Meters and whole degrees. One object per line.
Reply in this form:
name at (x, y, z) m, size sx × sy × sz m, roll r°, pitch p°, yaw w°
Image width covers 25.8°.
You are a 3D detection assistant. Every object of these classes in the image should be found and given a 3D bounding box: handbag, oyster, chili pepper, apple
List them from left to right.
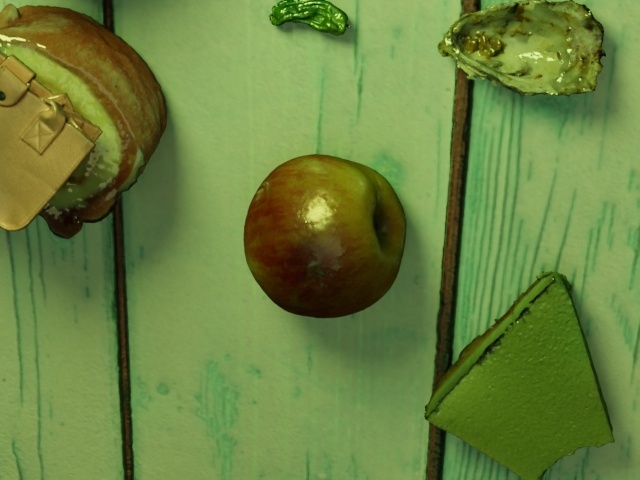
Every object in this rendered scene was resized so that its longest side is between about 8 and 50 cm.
handbag at (-0.352, -0.125, 1.453) m, size 0.212 × 0.059 × 0.157 m, roll 39°, pitch 116°, yaw -12°
chili pepper at (-0.011, -0.243, 1.512) m, size 0.091 × 0.030 × 0.034 m, roll 10°, pitch 143°, yaw 3°
apple at (0.000, 0.000, 1.578) m, size 0.173 × 0.160 × 0.195 m, roll -6°, pitch 112°, yaw 33°
oyster at (0.215, -0.204, 1.495) m, size 0.177 × 0.056 × 0.105 m, roll -6°, pitch 105°, yaw 8°

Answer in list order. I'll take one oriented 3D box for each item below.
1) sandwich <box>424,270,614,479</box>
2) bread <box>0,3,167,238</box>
sandwich at (0.278, 0.172, 1.681) m, size 0.212 × 0.063 × 0.245 m, roll 33°, pitch 116°, yaw -15°
bread at (-0.287, -0.150, 1.535) m, size 0.190 × 0.123 × 0.244 m, roll -33°, pitch 110°, yaw 18°
